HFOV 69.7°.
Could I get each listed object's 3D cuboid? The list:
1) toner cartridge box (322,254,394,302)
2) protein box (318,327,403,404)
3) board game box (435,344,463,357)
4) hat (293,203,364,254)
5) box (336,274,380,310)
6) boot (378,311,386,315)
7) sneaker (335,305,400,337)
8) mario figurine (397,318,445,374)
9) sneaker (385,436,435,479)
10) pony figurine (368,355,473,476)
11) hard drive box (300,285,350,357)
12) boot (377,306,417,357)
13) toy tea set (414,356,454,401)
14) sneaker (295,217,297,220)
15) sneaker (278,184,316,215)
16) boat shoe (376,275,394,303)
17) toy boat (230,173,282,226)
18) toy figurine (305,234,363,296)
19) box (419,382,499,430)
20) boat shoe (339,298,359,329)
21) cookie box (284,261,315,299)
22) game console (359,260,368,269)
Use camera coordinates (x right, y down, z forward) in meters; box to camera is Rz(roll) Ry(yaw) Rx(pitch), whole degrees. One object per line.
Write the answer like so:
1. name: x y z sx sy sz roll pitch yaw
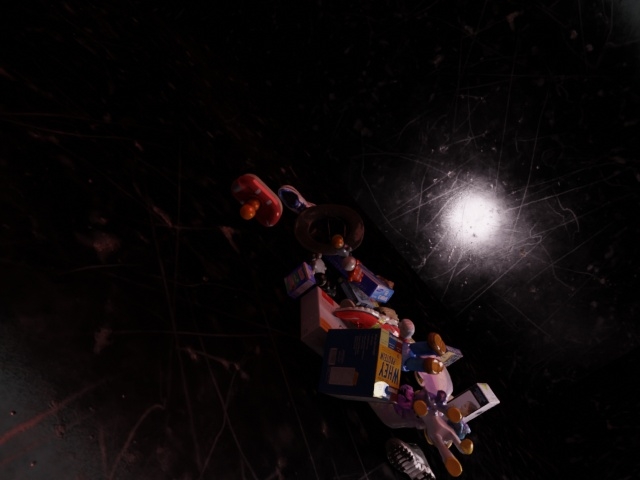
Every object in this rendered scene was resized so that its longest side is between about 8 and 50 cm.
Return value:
1. toner cartridge box: 0.177 0.155 2.195 0.348 0.075 0.165 41 11 37
2. protein box: 0.125 0.382 1.411 0.136 0.201 0.199 35 57 -43
3. board game box: 0.629 0.616 2.394 0.243 0.165 0.042 29 27 -52
4. hat: 0.037 -0.028 2.183 0.331 0.332 0.133 60 -20 28
5. box: 0.186 0.258 2.225 0.233 0.044 0.159 25 29 -54
6. boot: 0.192 0.351 1.886 0.076 0.137 0.198 52 18 3
7. sneaker: 0.175 0.312 1.650 0.279 0.107 0.118 22 70 -18
8. mario figurine: 0.229 0.374 1.500 0.198 0.321 0.169 -30 99 -50
9. sneaker: 0.281 0.699 1.495 0.234 0.078 0.106 47 13 -20
10. pony figurine: 0.348 0.564 1.511 0.350 0.303 0.363 61 -6 14
11. hard drive box: 0.019 0.302 1.632 0.181 0.089 0.232 44 18 -23
12. boot: 0.382 0.450 2.250 0.262 0.095 0.203 37 19 -29
13. toy tea set: 0.545 0.662 2.116 0.200 0.124 0.335 21 38 -58
14. sneaker: -0.081 -0.067 2.239 0.098 0.038 0.069 35 22 -41
15. sneaker: -0.094 -0.155 2.255 0.297 0.111 0.131 37 11 3
16. boat shoe: 0.309 0.251 2.458 0.123 0.123 0.342 39 15 8
17. toy boat: -0.264 -0.138 1.810 0.231 0.151 0.151 44 48 -18
18. toy figurine: 0.051 0.104 1.916 0.148 0.213 0.209 53 11 -47
19. box: 0.556 0.685 1.847 0.169 0.290 0.087 25 30 -53
20. boat shoe: 0.175 0.378 1.758 0.113 0.127 0.339 2 50 -41
21. cookie box: -0.077 0.147 1.681 0.040 0.107 0.091 38 21 -37
22. game console: 0.214 0.149 2.459 0.144 0.085 0.124 45 18 -18
